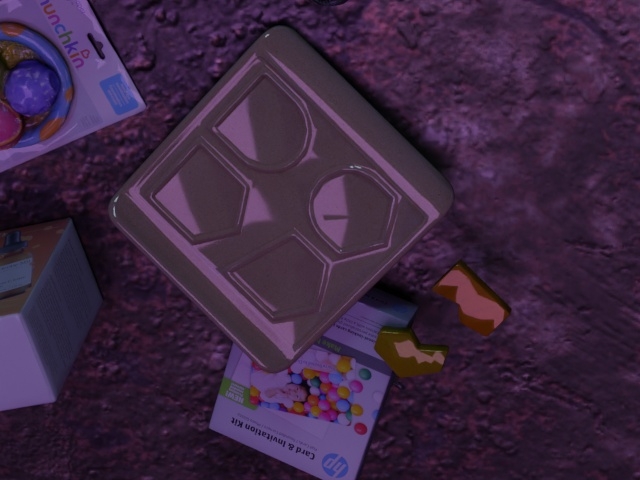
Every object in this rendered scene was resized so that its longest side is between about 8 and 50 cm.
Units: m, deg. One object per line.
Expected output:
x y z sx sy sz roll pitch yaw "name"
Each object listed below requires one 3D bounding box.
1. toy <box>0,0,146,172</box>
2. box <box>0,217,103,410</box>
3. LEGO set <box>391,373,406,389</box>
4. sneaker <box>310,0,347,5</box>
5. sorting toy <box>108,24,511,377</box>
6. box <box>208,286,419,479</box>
-0.285 -0.116 1.584 0.237 0.056 0.137 -21 114 18 "toy"
-0.278 0.067 1.612 0.130 0.170 0.091 -11 116 14 "box"
0.049 0.114 1.675 0.083 0.023 0.054 -25 109 34 "LEGO set"
-0.022 -0.259 1.458 0.072 0.077 0.178 -17 114 18 "sneaker"
0.000 0.000 1.578 0.307 0.041 0.229 45 107 -1 "sorting toy"
-0.009 0.113 1.656 0.145 0.038 0.186 23 120 10 "box"
